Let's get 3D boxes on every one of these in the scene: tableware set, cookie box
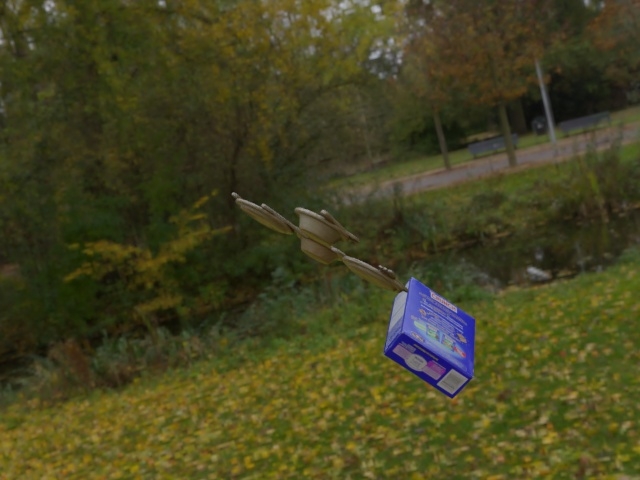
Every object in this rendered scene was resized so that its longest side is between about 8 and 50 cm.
[{"bbox_3d":[0.000,0.000,0.807,0.169,0.020,0.141,20,-13,47],"label":"tableware set"},{"bbox_3d":[0.119,0.103,0.916,0.040,0.092,0.107,-52,9,30],"label":"cookie box"}]
